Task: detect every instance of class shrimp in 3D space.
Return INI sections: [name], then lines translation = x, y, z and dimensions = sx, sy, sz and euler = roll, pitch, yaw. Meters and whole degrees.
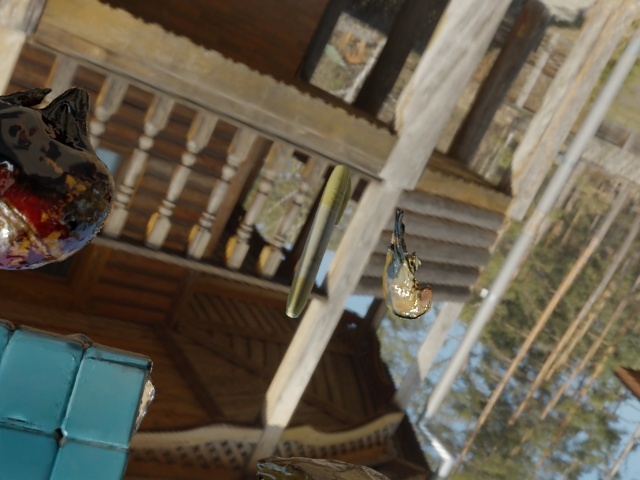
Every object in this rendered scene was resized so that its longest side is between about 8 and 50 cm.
[shrimp]
translation = 0.196, 0.051, 1.678
dimensions = 0.117, 0.262, 0.066
euler = 12, -149, 14

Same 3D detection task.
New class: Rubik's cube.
[Rubik's cube]
translation = -0.339, 0.206, 0.838
dimensions = 0.224, 0.231, 0.221
euler = 19, 166, -24

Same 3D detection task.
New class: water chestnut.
[water chestnut]
translation = -0.442, -0.098, 1.146
dimensions = 0.289, 0.244, 0.289
euler = 10, -150, -6

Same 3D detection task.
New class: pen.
[pen]
translation = 0.000, 0.000, 1.091
dimensions = 0.040, 0.233, 0.032
euler = 29, 162, -34

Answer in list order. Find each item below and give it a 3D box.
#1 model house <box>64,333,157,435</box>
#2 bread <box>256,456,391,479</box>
[model house]
translation = -0.414, 0.259, 1.405
dimensions = 0.183, 0.166, 0.172
euler = 27, 180, -27
[bread]
translation = 0.041, 0.397, 1.064
dimensions = 0.277, 0.167, 0.324
euler = 19, -176, 41
